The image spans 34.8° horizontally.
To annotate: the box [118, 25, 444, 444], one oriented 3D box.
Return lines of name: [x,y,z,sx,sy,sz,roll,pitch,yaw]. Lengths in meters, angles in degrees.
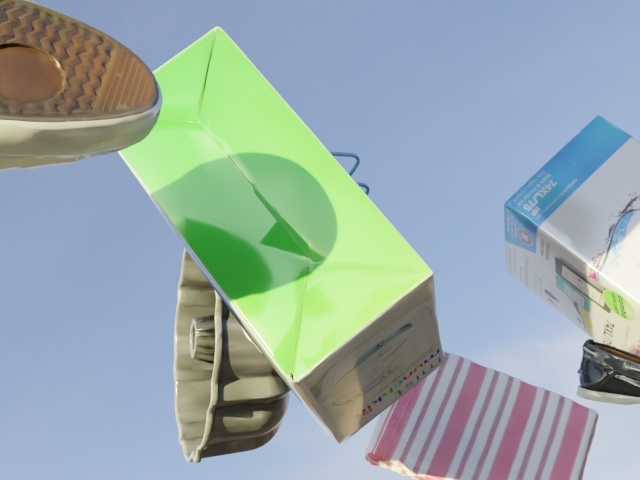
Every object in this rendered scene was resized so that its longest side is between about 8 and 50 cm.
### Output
box: [-0.032,0.008,0.808,0.127,0.262,0.231,-37,-23,-6]

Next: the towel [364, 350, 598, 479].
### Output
towel: [0.157,0.188,0.978,0.197,0.144,0.029,20,-38,14]

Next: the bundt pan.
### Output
bundt pan: [-0.114,0.134,1.378,0.124,0.330,0.330,3,-40,-17]

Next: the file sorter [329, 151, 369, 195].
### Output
file sorter: [0.000,0.000,1.083,0.118,0.170,0.104,0,-33,-28]

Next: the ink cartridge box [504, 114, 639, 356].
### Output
ink cartridge box: [0.414,0.013,1.380,0.197,0.270,0.198,-42,-30,-14]

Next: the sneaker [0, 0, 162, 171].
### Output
sneaker: [-0.238,-0.065,0.560,0.290,0.105,0.123,0,-38,-20]

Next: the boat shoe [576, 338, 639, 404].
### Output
boat shoe: [0.427,0.165,1.222,0.233,0.079,0.084,5,-5,26]
